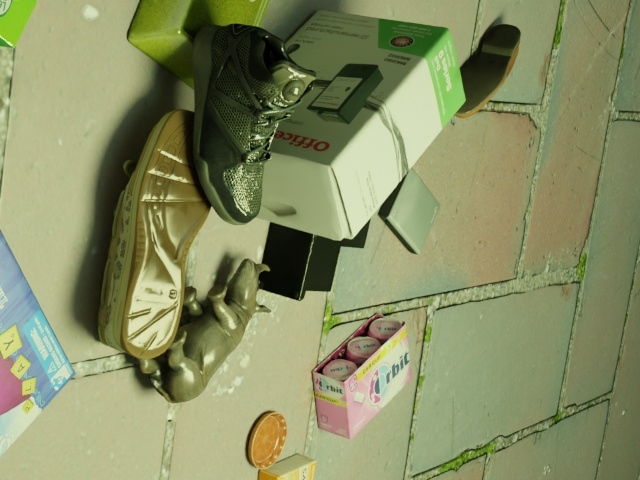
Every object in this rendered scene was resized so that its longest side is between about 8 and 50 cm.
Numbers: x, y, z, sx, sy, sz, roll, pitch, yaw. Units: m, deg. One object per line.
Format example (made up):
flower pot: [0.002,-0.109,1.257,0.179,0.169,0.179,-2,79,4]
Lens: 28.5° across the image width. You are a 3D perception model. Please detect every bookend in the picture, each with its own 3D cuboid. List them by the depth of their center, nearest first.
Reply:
bookend: [0.000,0.000,1.741,0.157,0.072,0.156,4,99,-58]

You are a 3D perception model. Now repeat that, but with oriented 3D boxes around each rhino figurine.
rhino figurine: [-0.135,0.106,1.576,0.243,0.073,0.106,-48,134,-39]

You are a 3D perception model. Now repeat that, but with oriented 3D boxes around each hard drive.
hard drive: [0.141,-0.048,1.986,0.135,0.022,0.094,46,63,-54]

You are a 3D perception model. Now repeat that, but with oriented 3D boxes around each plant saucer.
plant saucer: [-0.123,-0.276,1.472,0.188,0.045,0.188,33,74,-57]
plant saucer: [-0.076,0.282,1.787,0.083,0.013,0.084,-27,123,-51]

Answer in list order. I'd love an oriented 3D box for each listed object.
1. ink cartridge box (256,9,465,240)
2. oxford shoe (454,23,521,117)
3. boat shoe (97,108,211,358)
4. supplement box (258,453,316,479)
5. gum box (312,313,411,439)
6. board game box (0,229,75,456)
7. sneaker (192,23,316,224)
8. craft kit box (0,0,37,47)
ink cartridge box: [0.017,-0.152,1.579,0.289,0.211,0.122,-51,141,-34]
oxford shoe: [0.273,-0.261,2.065,0.212,0.076,0.076,-52,151,-32]
boat shoe: [-0.197,-0.012,1.437,0.104,0.089,0.285,20,81,-42]
supplement box: [-0.050,0.355,1.834,0.098,0.036,0.062,-12,112,-55]
gum box: [0.069,0.204,1.934,0.188,0.062,0.107,-38,132,-44]
board game box: [-0.402,0.121,1.176,0.318,0.066,0.319,-51,140,-33]
sneaker: [-0.073,-0.129,1.410,0.087,0.130,0.228,-8,98,-54]
craft kit box: [-0.319,-0.343,1.140,0.250,0.061,0.247,41,70,-54]
